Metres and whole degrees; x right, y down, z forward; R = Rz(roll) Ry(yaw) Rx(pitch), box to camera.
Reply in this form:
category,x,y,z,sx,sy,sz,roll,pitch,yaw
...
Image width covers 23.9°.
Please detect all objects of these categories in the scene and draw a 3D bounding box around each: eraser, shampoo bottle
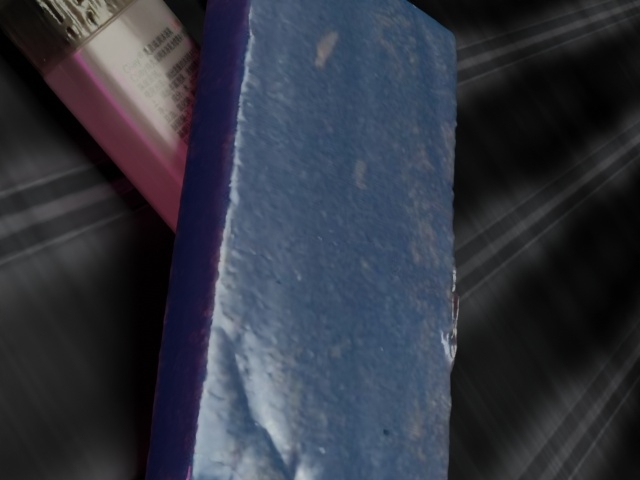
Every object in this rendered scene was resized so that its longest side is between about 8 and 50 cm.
category,x,y,z,sx,sy,sz,roll,pitch,yaw
eraser,0.000,0.000,0.709,0.144,0.043,0.311,26,54,-32
shampoo bottle,-0.062,-0.046,0.750,0.227,0.056,0.086,50,34,-12
